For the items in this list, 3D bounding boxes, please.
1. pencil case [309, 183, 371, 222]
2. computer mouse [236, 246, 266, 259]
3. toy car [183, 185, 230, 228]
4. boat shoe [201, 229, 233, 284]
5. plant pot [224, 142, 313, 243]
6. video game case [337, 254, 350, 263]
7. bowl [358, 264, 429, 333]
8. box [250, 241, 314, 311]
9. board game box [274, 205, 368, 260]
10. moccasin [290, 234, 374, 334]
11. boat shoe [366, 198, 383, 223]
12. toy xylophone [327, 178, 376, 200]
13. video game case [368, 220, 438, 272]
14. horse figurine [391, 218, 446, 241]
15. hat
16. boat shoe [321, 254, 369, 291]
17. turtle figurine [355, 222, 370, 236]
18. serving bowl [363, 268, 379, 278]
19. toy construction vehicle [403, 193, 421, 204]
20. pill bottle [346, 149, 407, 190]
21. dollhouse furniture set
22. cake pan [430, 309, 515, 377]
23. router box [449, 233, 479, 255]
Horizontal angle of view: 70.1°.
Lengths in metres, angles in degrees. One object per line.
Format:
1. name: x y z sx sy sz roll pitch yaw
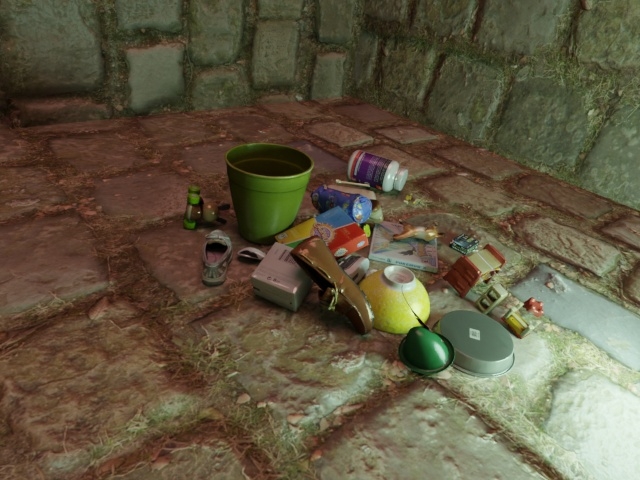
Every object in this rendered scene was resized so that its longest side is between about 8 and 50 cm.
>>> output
1. pencil case: 0.091 -0.172 2.082 0.119 0.133 0.306 -20 28 -38
2. computer mouse: -0.242 0.055 1.830 0.192 0.042 0.106 11 -2 6
3. toy car: -0.500 -0.136 2.021 0.188 0.155 0.149 9 30 -18
4. boat shoe: -0.406 0.044 1.782 0.118 0.103 0.320 5 32 -6
5. plant pot: -0.228 -0.188 1.964 0.365 0.353 0.367 6 32 -3
6. video game case: 0.076 0.080 1.925 0.119 0.015 0.166 -1 33 -16
7. bowl: 0.272 0.186 1.665 0.289 0.156 0.290 6 32 -4
8. box: -0.126 0.129 1.650 0.180 0.119 0.182 19 53 18
9. board game box: 0.000 0.000 1.886 0.316 0.064 0.242 -27 42 -13
10. moccasin: 0.040 0.165 1.539 0.147 0.380 0.139 -37 7 -27
11. boat shoe: 0.142 -0.136 2.208 0.340 0.110 0.122 11 53 37
12. toy xylophone: 0.158 -0.229 2.383 0.322 0.081 0.236 13 32 8
13. video game case: 0.381 0.017 2.082 0.299 0.036 0.329 12 32 6
14. horse figurine: 0.458 -0.041 2.101 0.263 0.066 0.174 8 25 3
15. hat: 0.319 0.290 1.442 0.208 0.184 0.173 16 45 33
16. boat shoe: 0.075 0.135 1.751 0.102 0.108 0.301 19 34 28
17. turtle figurine: 0.100 -0.041 2.051 0.269 0.087 0.217 -3 11 -40
18. serving bowl: 0.217 0.140 1.850 0.083 0.027 0.083 7 31 -4
19. toy construction vehicle: 0.507 -0.228 2.512 0.085 0.035 0.098 27 36 28
20. pill bottle: 0.321 -0.389 2.589 0.322 0.182 0.181 22 34 20
21. dollhouse furniture set: 0.690 0.207 1.781 0.201 0.152 0.374 -16 56 -35
22. cake pan: 0.528 0.342 1.571 0.292 0.054 0.293 6 31 -3
23. router box: 0.678 0.017 2.150 0.092 0.038 0.122 32 38 32
